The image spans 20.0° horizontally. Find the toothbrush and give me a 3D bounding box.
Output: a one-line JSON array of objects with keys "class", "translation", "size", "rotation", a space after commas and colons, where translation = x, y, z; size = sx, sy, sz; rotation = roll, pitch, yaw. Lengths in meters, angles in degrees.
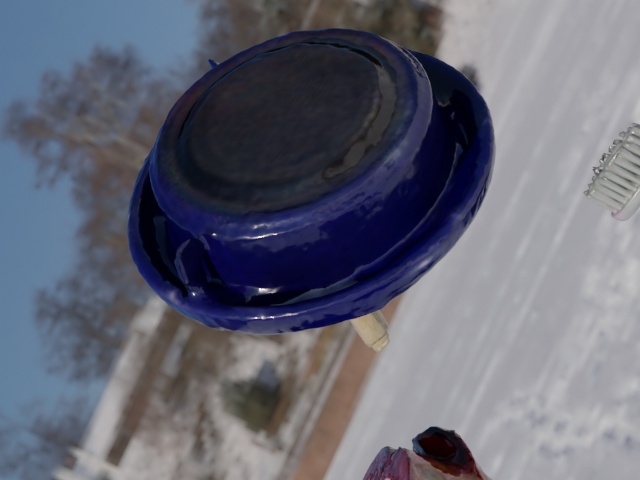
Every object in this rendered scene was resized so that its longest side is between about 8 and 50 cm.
[{"class": "toothbrush", "translation": [0.197, -0.126, 0.764], "size": [0.286, 0.025, 0.020], "rotation": [-58, 14, 22]}]

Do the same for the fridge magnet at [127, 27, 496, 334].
[{"class": "fridge magnet", "translation": [-0.011, -0.048, 1.237], "size": [0.265, 0.265, 0.113], "rotation": [-63, -34, -35]}]

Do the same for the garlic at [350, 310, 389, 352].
[{"class": "garlic", "translation": [0.000, 0.000, 1.602], "size": [0.199, 0.226, 0.199], "rotation": [-22, 19, 8]}]

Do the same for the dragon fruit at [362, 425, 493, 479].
[{"class": "dragon fruit", "translation": [0.107, 0.361, 1.470], "size": [0.386, 0.249, 0.371], "rotation": [-88, 13, -60]}]
